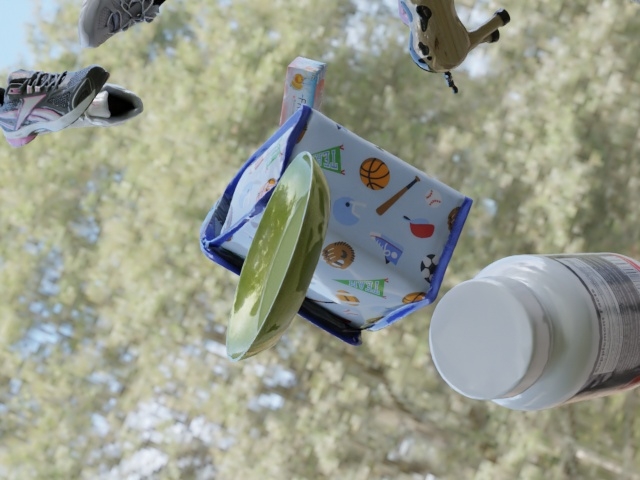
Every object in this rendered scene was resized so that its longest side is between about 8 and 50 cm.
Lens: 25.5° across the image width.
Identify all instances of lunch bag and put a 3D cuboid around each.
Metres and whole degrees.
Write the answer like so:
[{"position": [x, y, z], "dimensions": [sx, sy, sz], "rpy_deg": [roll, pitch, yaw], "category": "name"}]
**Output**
[{"position": [0.000, 0.000, 2.281], "dimensions": [0.239, 0.328, 0.385], "rpy_deg": [-65, 14, -23], "category": "lunch bag"}]

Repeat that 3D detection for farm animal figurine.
[{"position": [0.055, -0.352, 1.492], "dimensions": [0.172, 0.330, 0.326], "rpy_deg": [-26, -32, -24], "category": "farm animal figurine"}]

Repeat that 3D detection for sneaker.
[{"position": [-0.378, -0.472, 2.809], "dimensions": [0.281, 0.115, 0.105], "rpy_deg": [-53, -23, -37], "category": "sneaker"}, {"position": [-0.326, -0.168, 1.642], "dimensions": [0.077, 0.178, 0.072], "rpy_deg": [49, -142, -26], "category": "sneaker"}, {"position": [-0.390, -0.220, 2.270], "dimensions": [0.232, 0.115, 0.090], "rpy_deg": [-11, -82, -32], "category": "sneaker"}]

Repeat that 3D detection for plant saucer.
[{"position": [-0.041, 0.022, 1.529], "dimensions": [0.241, 0.037, 0.241], "rpy_deg": [-160, 90, -78], "category": "plant saucer"}]

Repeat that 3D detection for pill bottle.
[{"position": [0.263, 0.102, 1.620], "dimensions": [0.318, 0.176, 0.176], "rpy_deg": [-1, -68, -53], "category": "pill bottle"}]

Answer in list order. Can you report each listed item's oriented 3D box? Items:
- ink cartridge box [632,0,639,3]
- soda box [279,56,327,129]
[{"position": [0.445, -0.411, 1.938], "dimensions": [0.127, 0.128, 0.176], "rpy_deg": [-41, -22, 27], "category": "ink cartridge box"}, {"position": [-0.035, -0.246, 2.639], "dimensions": [0.058, 0.063, 0.183], "rpy_deg": [-52, -25, -56], "category": "soda box"}]
